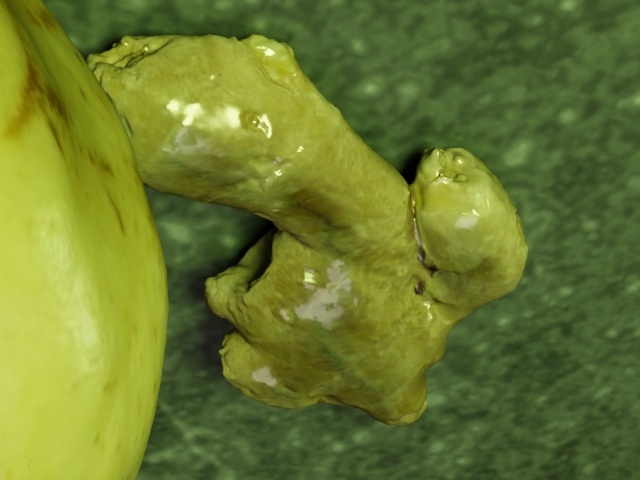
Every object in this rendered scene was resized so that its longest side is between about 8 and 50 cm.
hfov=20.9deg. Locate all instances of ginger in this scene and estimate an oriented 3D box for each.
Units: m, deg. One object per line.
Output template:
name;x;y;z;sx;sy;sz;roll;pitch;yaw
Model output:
ginger;-0.011;0.003;0.660;0.214;0.059;0.133;26;121;-30

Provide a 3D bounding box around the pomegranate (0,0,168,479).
pomegranate;-0.211;0.027;0.481;0.333;0.332;0.332;-4;134;-4
